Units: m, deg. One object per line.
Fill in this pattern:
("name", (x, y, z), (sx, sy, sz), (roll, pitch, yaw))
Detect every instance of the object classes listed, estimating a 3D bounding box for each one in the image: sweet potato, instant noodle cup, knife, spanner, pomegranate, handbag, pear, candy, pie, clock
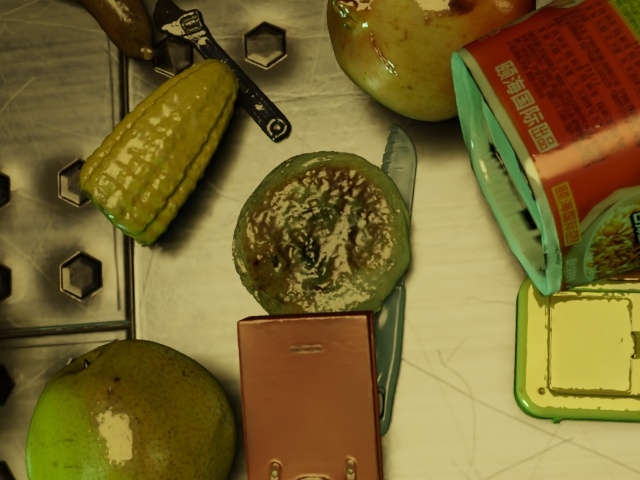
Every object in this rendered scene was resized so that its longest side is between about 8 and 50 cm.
("sweet potato", (-0.250, -0.268, 1.271), (0.249, 0.059, 0.069), (35, 100, 17))
("instant noodle cup", (0.291, -0.110, 1.025), (0.308, 0.294, 0.294), (-23, 78, -1))
("knife", (0.066, 0.035, 1.189), (0.044, 0.019, 0.313), (5, 79, 13))
("spanner", (-0.105, -0.181, 1.254), (0.046, 0.012, 0.208), (-41, 77, 1))
("pomegranate", (0.105, -0.222, 1.131), (0.209, 0.209, 0.209), (-2, 80, 9))
("handbag", (-0.008, 0.164, 1.136), (0.127, 0.063, 0.190), (-3, 93, 9))
("pear", (-0.175, 0.190, 1.121), (0.198, 0.198, 0.198), (-2, 80, 9))
("candy", (-0.153, -0.098, 1.208), (0.106, 0.094, 0.199), (40, 82, -21))
("pie", (0.000, 0.000, 1.184), (0.187, 0.041, 0.187), (-2, 80, 14))
("clock", (0.280, 0.097, 1.101), (0.202, 0.096, 0.143), (2, 78, 9))
